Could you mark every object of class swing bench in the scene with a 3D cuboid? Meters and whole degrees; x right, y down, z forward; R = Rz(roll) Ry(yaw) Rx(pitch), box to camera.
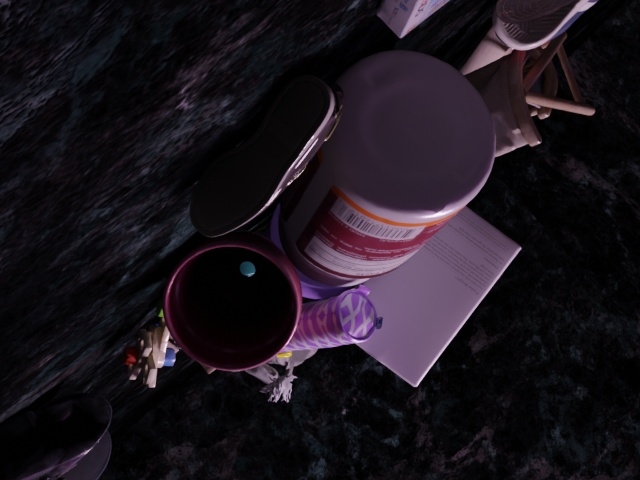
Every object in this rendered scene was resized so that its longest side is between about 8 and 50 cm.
[{"bbox_3d":[0.286,-0.223,1.686,0.253,0.165,0.255,-20,-176,41],"label":"swing bench"}]

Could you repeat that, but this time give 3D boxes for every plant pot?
[{"bbox_3d":[-0.123,0.072,1.498,0.201,0.201,0.180,-42,-170,13],"label":"plant pot"}]

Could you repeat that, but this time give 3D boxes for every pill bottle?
[{"bbox_3d":[0.068,-0.075,1.363,0.224,0.224,0.392,-39,175,-21],"label":"pill bottle"}]

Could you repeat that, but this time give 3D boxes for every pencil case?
[{"bbox_3d":[-0.005,0.123,1.533,0.086,0.088,0.206,22,155,-39],"label":"pencil case"}]

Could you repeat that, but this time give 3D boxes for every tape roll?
[{"bbox_3d":[0.000,0.000,1.693,0.189,0.189,0.080,-39,174,-21],"label":"tape roll"}]

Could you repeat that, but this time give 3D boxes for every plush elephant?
[{"bbox_3d":[-0.146,0.221,2.345,0.272,0.255,0.330,45,54,-48],"label":"plush elephant"}]

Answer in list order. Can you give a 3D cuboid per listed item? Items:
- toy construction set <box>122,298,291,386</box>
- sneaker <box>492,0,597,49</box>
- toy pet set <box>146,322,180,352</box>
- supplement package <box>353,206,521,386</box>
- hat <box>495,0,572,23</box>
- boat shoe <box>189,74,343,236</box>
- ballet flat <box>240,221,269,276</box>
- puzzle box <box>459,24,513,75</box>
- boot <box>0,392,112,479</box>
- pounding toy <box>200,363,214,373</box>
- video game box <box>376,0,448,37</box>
[{"bbox_3d":[-0.177,0.145,1.699,0.327,0.151,0.215,-9,165,-31],"label":"toy construction set"},{"bbox_3d":[0.403,-0.422,1.507,0.350,0.131,0.148,-36,-178,7],"label":"sneaker"},{"bbox_3d":[-0.273,0.159,1.833,0.114,0.065,0.122,-39,-151,7],"label":"toy pet set"},{"bbox_3d":[0.177,0.070,1.698,0.293,0.177,0.175,-53,180,6],"label":"supplement package"},{"bbox_3d":[0.346,-0.394,1.198,0.331,0.134,0.331,-21,175,-2],"label":"hat"},{"bbox_3d":[-0.057,-0.090,1.113,0.228,0.081,0.068,-45,170,21],"label":"boat shoe"},{"bbox_3d":[-0.090,0.005,1.767,0.231,0.077,0.077,-39,-172,-32],"label":"ballet flat"},{"bbox_3d":[0.395,-0.408,1.891,0.272,0.052,0.409,-38,175,-18],"label":"puzzle box"},{"bbox_3d":[-0.473,0.372,1.783,0.367,0.146,0.445,-39,170,-41],"label":"boot"},{"bbox_3d":[-0.171,0.171,1.929,0.094,0.181,0.206,-34,172,-49],"label":"pounding toy"},{"bbox_3d":[0.159,-0.313,1.005,0.205,0.048,0.187,-39,177,-13],"label":"video game box"}]
